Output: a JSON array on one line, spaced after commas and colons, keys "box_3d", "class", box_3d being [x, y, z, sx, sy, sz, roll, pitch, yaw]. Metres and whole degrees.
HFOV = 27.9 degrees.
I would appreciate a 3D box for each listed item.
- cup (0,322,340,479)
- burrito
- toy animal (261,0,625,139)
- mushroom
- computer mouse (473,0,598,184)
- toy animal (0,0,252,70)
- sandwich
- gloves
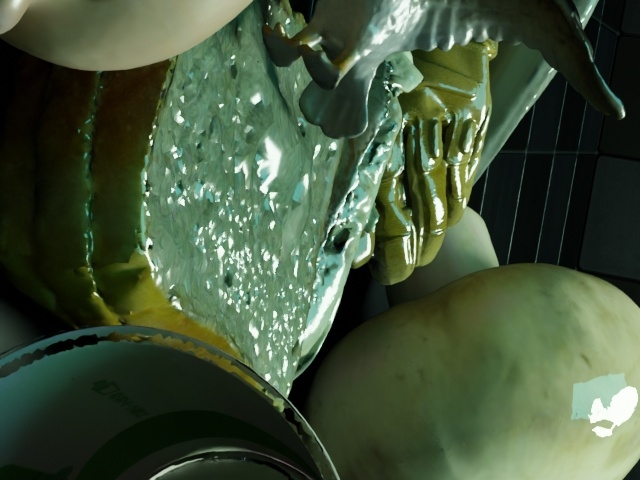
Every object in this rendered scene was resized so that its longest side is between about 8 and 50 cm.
[{"box_3d": [-0.081, 0.195, 0.721, 0.274, 0.253, 0.253, 54, 50, -72], "class": "cup"}, {"box_3d": [-0.012, -0.013, 0.957, 0.066, 0.096, 0.309, 52, 60, -79], "class": "burrito"}, {"box_3d": [0.044, -0.148, 0.726, 0.160, 0.272, 0.197, -50, 158, -10], "class": "toy animal"}, {"box_3d": [0.162, 0.142, 1.222, 0.353, 0.325, 0.353, -28, 122, -58], "class": "mushroom"}, {"box_3d": [0.164, -0.166, 1.202, 0.331, 0.095, 0.197, -58, -156, 20], "class": "computer mouse"}, {"box_3d": [-0.092, -0.230, 0.513, 0.269, 0.237, 0.326, 49, 51, -53], "class": "toy animal"}, {"box_3d": [-0.072, -0.051, 0.765, 0.301, 0.099, 0.271, 57, 37, -63], "class": "sandwich"}, {"box_3d": [0.067, -0.123, 1.075, 0.141, 0.154, 0.331, 100, 5, -59], "class": "gloves"}]
